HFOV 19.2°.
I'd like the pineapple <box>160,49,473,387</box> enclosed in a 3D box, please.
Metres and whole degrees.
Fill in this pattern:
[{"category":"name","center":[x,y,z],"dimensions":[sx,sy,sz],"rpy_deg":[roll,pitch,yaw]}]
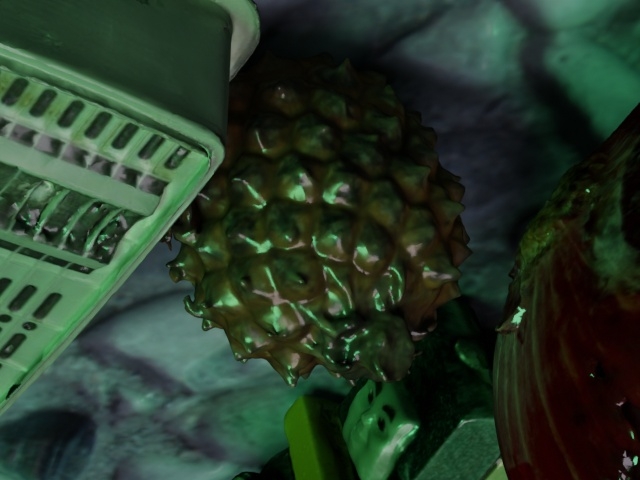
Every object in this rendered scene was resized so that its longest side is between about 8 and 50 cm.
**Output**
[{"category":"pineapple","center":[0.000,0.000,0.977],"dimensions":[0.166,0.193,0.166],"rpy_deg":[-17,140,-15]}]

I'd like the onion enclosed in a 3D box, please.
[{"category":"onion","center":[0.239,0.070,1.008],"dimensions":[0.341,0.341,0.341],"rpy_deg":[-4,139,-4]}]

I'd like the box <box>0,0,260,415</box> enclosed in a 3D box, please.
[{"category":"box","center":[-0.183,-0.054,0.915],"dimensions":[0.220,0.166,0.290],"rpy_deg":[21,132,-29]}]

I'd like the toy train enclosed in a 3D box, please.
[{"category":"toy train","center":[0.134,0.186,1.257],"dimensions":[0.397,0.160,0.253],"rpy_deg":[18,126,-27]}]
